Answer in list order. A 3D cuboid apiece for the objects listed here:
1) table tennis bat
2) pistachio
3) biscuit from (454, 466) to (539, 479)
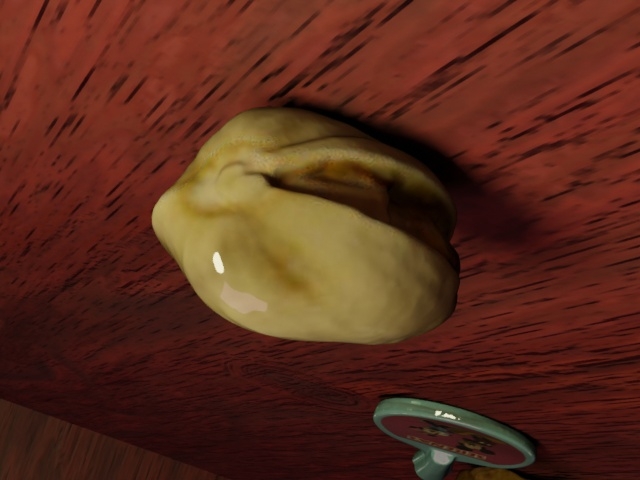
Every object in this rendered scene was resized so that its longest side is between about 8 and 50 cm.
[{"bbox_3d":[0.120,0.190,1.388,0.153,0.040,0.244,17,161,2],"label":"table tennis bat"},{"bbox_3d":[0.000,0.000,0.670,0.149,0.113,0.113,26,164,-31],"label":"pistachio"},{"bbox_3d":[0.325,0.324,1.550,0.359,0.074,0.381,26,162,-27],"label":"biscuit"}]
